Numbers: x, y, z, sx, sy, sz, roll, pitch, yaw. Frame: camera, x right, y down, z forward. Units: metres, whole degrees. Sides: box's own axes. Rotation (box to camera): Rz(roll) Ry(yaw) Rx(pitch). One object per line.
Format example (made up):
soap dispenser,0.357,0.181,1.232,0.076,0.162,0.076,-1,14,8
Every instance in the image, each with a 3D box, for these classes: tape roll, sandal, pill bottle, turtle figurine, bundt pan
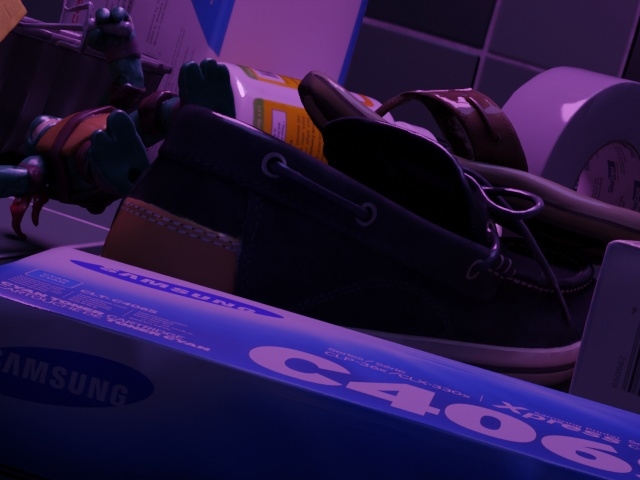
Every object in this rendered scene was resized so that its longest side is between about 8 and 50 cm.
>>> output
tape roll,0.224,-0.041,1.642,0.072,0.219,0.219,20,9,41
sandal,0.124,-0.066,1.433,0.303,0.086,0.120,22,-7,-5
pill bottle,-0.010,-0.082,1.781,0.246,0.136,0.136,11,9,-32
turtle figurine,-0.164,-0.077,1.271,0.234,0.175,0.118,6,-35,52
bundt pan,-0.310,-0.153,1.718,0.331,0.124,0.331,17,6,-2

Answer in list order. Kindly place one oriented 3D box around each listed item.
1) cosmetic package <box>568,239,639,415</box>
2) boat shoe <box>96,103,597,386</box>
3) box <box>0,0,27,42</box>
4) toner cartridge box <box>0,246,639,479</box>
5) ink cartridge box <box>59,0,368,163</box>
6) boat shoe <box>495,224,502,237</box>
cosmetic package,0.301,0.081,1.257,0.153,0.129,0.296,19,9,32
boat shoe,0.056,0.004,1.252,0.187,0.156,0.500,19,7,39
box,-0.287,-0.110,1.231,0.087,0.058,0.232,-13,28,31
toner cartridge box,0.014,0.091,0.833,0.348,0.075,0.165,16,7,6
ink cartridge box,-0.131,-0.222,1.988,0.166,0.285,0.395,12,9,-31
boat shoe,0.000,0.000,1.471,0.335,0.095,0.112,4,46,-38
